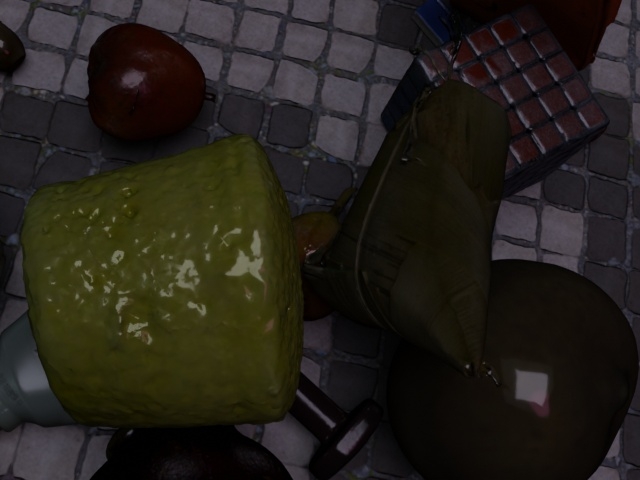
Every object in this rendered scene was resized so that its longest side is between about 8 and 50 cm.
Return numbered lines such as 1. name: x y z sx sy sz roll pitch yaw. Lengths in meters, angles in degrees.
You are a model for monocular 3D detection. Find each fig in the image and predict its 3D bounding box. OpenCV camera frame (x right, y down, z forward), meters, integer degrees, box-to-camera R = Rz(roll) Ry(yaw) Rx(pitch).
1. fig: 0.000 0.000 1.233 0.159 0.159 0.257 31 53 0

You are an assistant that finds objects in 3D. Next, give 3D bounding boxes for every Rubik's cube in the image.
1. Rubik's cube: 0.267 -0.194 1.285 0.238 0.237 0.237 -25 81 -17

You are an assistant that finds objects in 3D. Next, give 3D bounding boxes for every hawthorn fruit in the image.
1. hawthorn fruit: -0.260 -0.234 1.230 0.202 0.185 0.185 5 70 -27

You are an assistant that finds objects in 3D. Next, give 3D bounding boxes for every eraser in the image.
1. eraser: 0.216 -0.398 1.450 0.063 0.027 0.085 -37 82 -18

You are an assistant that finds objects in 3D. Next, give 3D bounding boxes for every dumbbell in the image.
1. dumbbell: -0.029 0.226 1.146 0.225 0.124 0.140 43 70 5

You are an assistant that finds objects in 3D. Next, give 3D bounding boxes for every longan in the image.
1. longan: 0.269 0.195 1.100 0.360 0.361 0.361 3 72 -10

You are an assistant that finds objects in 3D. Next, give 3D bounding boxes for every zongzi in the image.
1. zongzi: 0.181 -0.070 0.977 0.181 0.418 0.447 26 90 -20

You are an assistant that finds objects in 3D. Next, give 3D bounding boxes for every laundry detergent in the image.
1. laundry detergent: -0.318 0.148 1.117 0.398 0.125 0.264 -38 81 -19

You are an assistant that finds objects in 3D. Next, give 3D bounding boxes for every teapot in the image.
1. teapot: -0.519 -0.293 1.240 0.080 0.110 0.085 43 113 -10

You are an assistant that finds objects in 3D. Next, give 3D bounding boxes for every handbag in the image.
1. handbag: 0.333 -0.427 1.260 0.303 0.410 0.116 32 91 13

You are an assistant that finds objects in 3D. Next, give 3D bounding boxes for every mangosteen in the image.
1. mangosteen: -0.159 0.346 0.998 0.296 0.297 0.314 17 60 -5

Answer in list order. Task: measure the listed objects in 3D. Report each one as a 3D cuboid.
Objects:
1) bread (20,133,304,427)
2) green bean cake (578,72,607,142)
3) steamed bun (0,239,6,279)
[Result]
1. bread: -0.175 0.053 0.934 0.307 0.348 0.348 -4 73 -8
2. green bean cake: 0.426 -0.226 1.420 0.135 0.056 0.136 -20 76 -15
3. steamed bun: -0.619 -0.011 1.043 0.342 0.255 0.368 -17 101 -30
